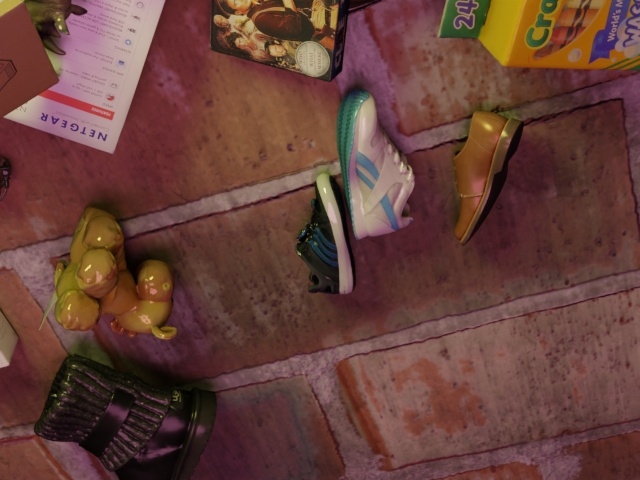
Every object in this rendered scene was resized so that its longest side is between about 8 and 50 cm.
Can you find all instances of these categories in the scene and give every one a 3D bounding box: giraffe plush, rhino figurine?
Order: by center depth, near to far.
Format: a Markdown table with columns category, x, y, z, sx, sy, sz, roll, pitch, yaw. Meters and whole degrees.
| category | x | y | z | sx | sy | sz | roll | pitch | yaw |
| --- | --- | --- | --- | --- | --- | --- | --- | --- | --- |
| rhino figurine | -0.316 | -0.299 | 0.972 | 0.106 | 0.073 | 0.243 | -3 | 130 | 14 |
| giraffe plush | -0.280 | 0.075 | 1.309 | 0.170 | 0.181 | 0.210 | 20 | 131 | -24 |

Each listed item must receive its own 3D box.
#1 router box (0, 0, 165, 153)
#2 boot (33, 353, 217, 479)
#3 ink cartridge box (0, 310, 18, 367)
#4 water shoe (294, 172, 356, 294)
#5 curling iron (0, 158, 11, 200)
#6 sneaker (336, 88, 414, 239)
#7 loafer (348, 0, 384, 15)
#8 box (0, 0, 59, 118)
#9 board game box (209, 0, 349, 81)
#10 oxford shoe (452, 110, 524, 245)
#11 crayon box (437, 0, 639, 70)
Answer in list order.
| category | x | y | z | sx | sy | sz | roll | pitch | yaw |
| --- | --- | --- | --- | --- | --- | --- | --- | --- | --- |
| router box | -0.354 | -0.295 | 1.073 | 0.335 | 0.082 | 0.301 | 19 | 118 | -15 |
| boot | -0.343 | 0.347 | 1.506 | 0.260 | 0.131 | 0.348 | 15 | 113 | -20 |
| ink cartridge box | -0.552 | 0.109 | 1.373 | 0.115 | 0.067 | 0.198 | -15 | 124 | 9 |
| water shoe | 0.000 | 0.000 | 1.311 | 0.080 | 0.073 | 0.203 | -7 | 125 | 6 |
| curling iron | -0.499 | -0.162 | 1.207 | 0.068 | 0.035 | 0.274 | -34 | 117 | -4 |
| sneaker | 0.074 | -0.106 | 1.239 | 0.092 | 0.087 | 0.229 | -11 | 132 | -3 |
| loafer | 0.081 | -0.324 | 1.080 | 0.220 | 0.078 | 0.080 | -26 | 122 | 16 |
| box | -0.384 | -0.161 | 0.983 | 0.201 | 0.021 | 0.164 | -36 | 167 | -14 |
| board game box | -0.044 | -0.319 | 1.065 | 0.165 | 0.042 | 0.243 | 17 | 126 | 16 |
| oxford shoe | 0.213 | -0.087 | 1.272 | 0.076 | 0.076 | 0.212 | 25 | 129 | 17 |
| crayon box | 0.315 | -0.303 | 1.058 | 0.322 | 0.083 | 0.203 | -2 | 126 | -16 |
